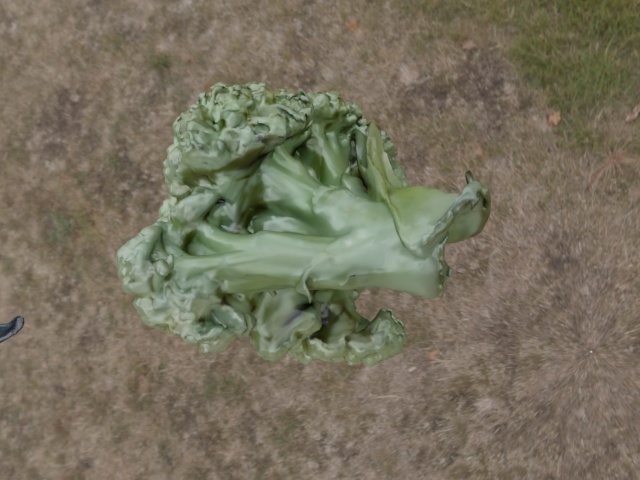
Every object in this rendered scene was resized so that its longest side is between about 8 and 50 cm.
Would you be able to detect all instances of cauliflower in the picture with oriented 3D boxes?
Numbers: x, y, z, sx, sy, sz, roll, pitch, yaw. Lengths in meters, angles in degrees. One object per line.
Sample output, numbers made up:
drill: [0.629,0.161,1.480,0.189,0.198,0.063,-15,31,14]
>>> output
cauliflower: [-0.009,0.008,0.632,0.281,0.327,0.260,43,141,39]

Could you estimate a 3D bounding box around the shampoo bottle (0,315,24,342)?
shampoo bottle: [-0.310,0.025,0.404,0.101,0.284,0.101,-12,65,28]
